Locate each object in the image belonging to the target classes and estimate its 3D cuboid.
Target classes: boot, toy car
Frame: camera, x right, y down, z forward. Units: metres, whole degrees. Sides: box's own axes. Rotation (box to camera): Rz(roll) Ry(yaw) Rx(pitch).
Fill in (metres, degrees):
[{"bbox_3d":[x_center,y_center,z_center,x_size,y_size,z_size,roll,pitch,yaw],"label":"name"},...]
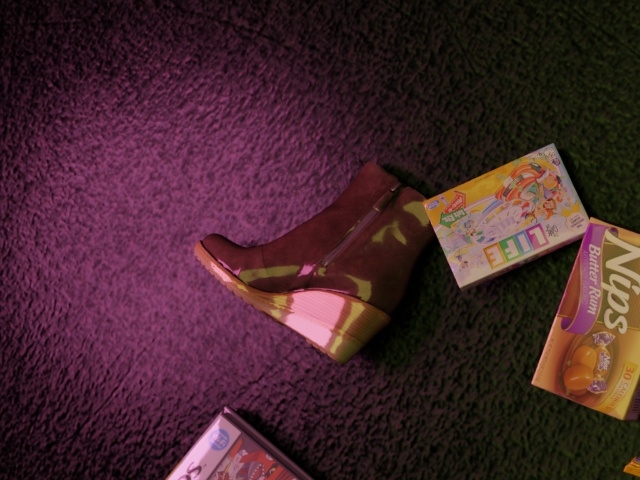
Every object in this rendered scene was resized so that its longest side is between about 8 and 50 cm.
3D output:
[{"bbox_3d":[0.000,0.000,2.067,0.248,0.090,0.207,32,86,26],"label":"boot"},{"bbox_3d":[0.369,0.208,1.871,0.122,0.040,0.060,2,106,24],"label":"toy car"}]

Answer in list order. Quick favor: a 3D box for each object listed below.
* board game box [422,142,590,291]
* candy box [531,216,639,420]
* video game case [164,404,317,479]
[{"bbox_3d":[0.199,-0.024,1.967,0.154,0.026,0.103,-25,74,6],"label":"board game box"},{"bbox_3d":[0.303,0.081,1.912,0.109,0.053,0.186,22,95,26],"label":"candy box"},{"bbox_3d":[-0.084,0.359,2.042,0.275,0.035,0.248,38,85,24],"label":"video game case"}]
